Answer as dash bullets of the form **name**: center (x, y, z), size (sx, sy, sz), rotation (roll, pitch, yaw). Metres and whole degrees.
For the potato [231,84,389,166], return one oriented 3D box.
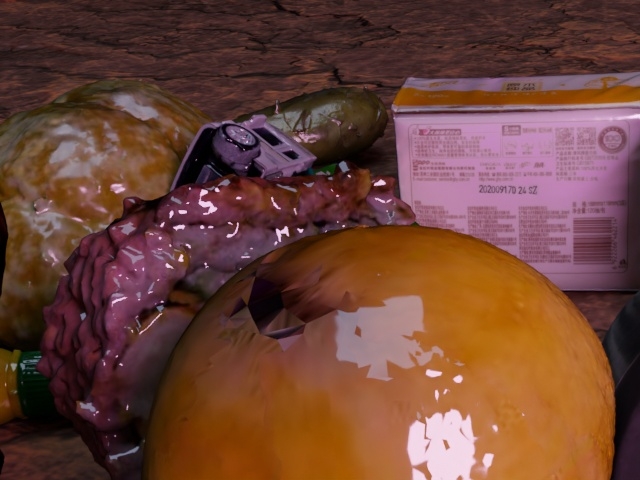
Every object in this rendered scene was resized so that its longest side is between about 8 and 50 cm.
- **potato**: center (-0.026, -0.129, 1.631), size (0.225, 0.090, 0.117), rotation (-15, 8, -16)

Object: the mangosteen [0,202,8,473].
- **mangosteen**: center (-0.302, 0.049, 0.950), size (0.231, 0.289, 0.231), rotation (-37, 11, 8)

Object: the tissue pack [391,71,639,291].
- **tissue pack**: center (0.188, -0.055, 1.252), size (0.225, 0.185, 0.124), rotation (0, 21, 12)

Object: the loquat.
- **loquat**: center (0.035, 0.123, 0.718), size (0.263, 0.263, 0.263), rotation (-5, 21, 2)

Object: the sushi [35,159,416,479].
- **sushi**: center (-0.052, 0.075, 0.916), size (0.270, 0.236, 0.171), rotation (-8, 1, -28)

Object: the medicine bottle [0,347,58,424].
- **medicine bottle**: center (-0.261, 0.114, 1.080), size (0.261, 0.064, 0.095), rotation (-5, 4, 1)

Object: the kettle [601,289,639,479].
- **kettle**: center (0.262, 0.080, 0.827), size (0.207, 0.250, 0.271), rotation (24, 11, -4)

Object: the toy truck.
- **toy truck**: center (0.000, 0.000, 1.139), size (0.253, 0.114, 0.124), rotation (40, 29, 18)

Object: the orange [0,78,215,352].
- **orange**: center (-0.204, -0.036, 1.277), size (0.271, 0.210, 0.369), rotation (10, 28, 29)
